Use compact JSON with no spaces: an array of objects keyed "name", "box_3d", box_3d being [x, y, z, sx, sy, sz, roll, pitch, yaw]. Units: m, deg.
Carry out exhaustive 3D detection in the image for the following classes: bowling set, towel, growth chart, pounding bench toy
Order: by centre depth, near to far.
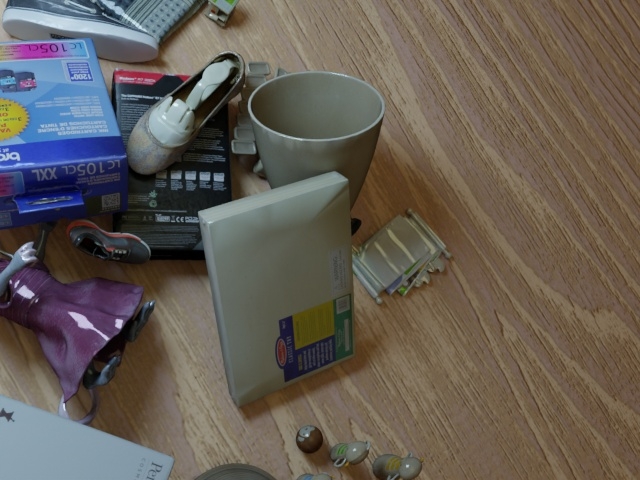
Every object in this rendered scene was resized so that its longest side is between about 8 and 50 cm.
[{"name":"bowling set","box_3d":[0.026,0.444,1.338,0.287,0.154,0.200,-41,92,-25]},{"name":"towel","box_3d":[-0.383,-0.608,1.552,0.312,0.056,0.324,37,68,-4]},{"name":"pounding bench toy","box_3d":[-0.224,-0.499,1.562,0.052,0.065,0.083,33,67,-9]},{"name":"growth chart","box_3d":[0.172,0.036,1.580,0.237,0.021,0.172,-33,88,-25]}]

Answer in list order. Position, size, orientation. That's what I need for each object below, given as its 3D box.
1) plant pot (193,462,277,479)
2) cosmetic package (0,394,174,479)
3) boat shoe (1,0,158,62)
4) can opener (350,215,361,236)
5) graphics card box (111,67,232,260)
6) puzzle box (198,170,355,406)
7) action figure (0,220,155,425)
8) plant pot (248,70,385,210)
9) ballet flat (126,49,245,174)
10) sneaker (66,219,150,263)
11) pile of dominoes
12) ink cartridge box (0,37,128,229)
[{"name":"plant pot","box_3d":[-0.142,0.511,1.262,0.237,0.110,0.238,10,62,-19]},{"name":"cosmetic package","box_3d":[-0.489,0.392,1.116,0.452,0.161,0.230,23,47,-10]},{"name":"boat shoe","box_3d":[-0.473,-0.440,1.439,0.301,0.108,0.102,8,74,-10]},{"name":"can opener","box_3d":[0.000,0.000,1.509,0.186,0.073,0.059,-36,97,-16]},{"name":"graphics card box","box_3d":[-0.296,-0.147,1.421,0.232,0.094,0.371,0,74,-20]},{"name":"puzzle box","box_3d":[-0.066,0.096,1.321,0.272,0.052,0.409,-19,124,-24]},{"name":"action figure","box_3d":[-0.496,0.108,1.256,0.370,0.248,0.276,24,103,-1]},{"name":"plant pot","box_3d":[-0.009,-0.154,1.420,0.256,0.274,0.257,1,41,0]},{"name":"ballet flat","box_3d":[-0.253,-0.257,1.359,0.107,0.106,0.316,39,65,-7]},{"name":"sneaker","box_3d":[-0.371,0.019,1.260,0.157,0.061,0.065,21,26,-36]},{"name":"pile of dominoes","box_3d":[-0.104,-0.258,1.545,0.195,0.040,0.251,21,65,-34]},{"name":"ink cartridge box","box_3d":[-0.494,-0.173,1.247,0.269,0.151,0.396,-10,55,-22]}]
